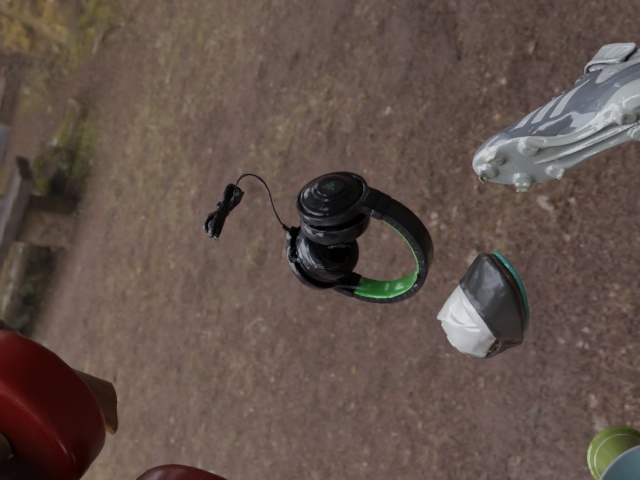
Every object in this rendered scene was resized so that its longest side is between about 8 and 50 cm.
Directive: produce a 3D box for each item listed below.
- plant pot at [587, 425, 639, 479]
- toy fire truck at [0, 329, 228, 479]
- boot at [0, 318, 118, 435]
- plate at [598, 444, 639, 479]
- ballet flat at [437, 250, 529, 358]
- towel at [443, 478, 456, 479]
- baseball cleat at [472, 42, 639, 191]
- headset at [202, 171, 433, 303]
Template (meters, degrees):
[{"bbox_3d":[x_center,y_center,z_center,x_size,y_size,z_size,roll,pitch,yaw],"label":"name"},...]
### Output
[{"bbox_3d":[0.375,0.276,1.120,0.079,0.083,0.083,0,-77,-82],"label":"plant pot"},{"bbox_3d":[-0.178,0.214,0.515,0.254,0.302,0.169,-48,6,44],"label":"toy fire truck"},{"bbox_3d":[-0.458,0.252,1.478,0.096,0.280,0.264,-52,23,3],"label":"boot"},{"bbox_3d":[0.388,0.322,1.023,0.024,0.188,0.188,107,166,-73],"label":"plate"},{"bbox_3d":[0.196,0.096,1.089,0.096,0.280,0.095,-34,66,1],"label":"ballet flat"},{"bbox_3d":[0.259,0.448,1.490,0.148,0.027,0.110,-2,64,17],"label":"towel"},{"bbox_3d":[0.241,-0.118,0.866,0.205,0.072,0.109,-17,45,35],"label":"baseball cleat"},{"bbox_3d":[0.000,0.000,1.619,0.243,0.394,0.185,106,-169,-49],"label":"headset"}]
